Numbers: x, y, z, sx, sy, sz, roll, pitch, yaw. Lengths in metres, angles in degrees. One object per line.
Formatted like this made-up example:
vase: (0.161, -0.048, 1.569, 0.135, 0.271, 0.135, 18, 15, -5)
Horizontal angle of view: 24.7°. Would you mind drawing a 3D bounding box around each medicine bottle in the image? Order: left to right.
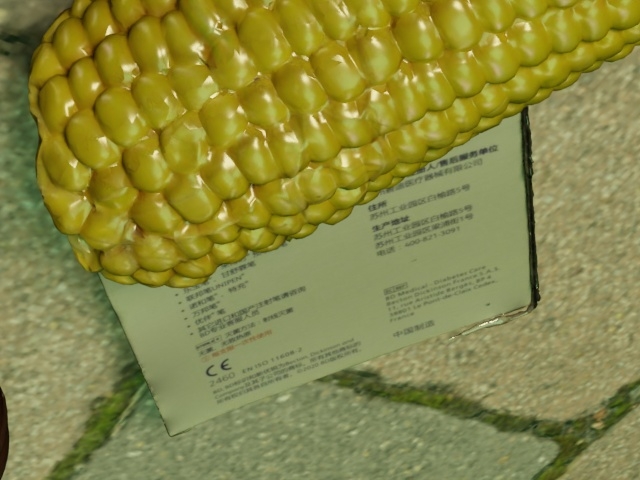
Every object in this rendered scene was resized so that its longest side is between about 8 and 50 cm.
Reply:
medicine bottle: (0.000, 0.000, 0.668, 0.201, 0.052, 0.171, -20, 140, -4)

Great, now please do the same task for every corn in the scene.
corn: (0.065, -0.118, 0.509, 0.387, 0.144, 0.144, -28, 140, 9)

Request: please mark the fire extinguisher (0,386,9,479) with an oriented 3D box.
fire extinguisher: (-0.201, 0.046, 0.594, 0.138, 0.102, 0.344, 12, 138, 8)
